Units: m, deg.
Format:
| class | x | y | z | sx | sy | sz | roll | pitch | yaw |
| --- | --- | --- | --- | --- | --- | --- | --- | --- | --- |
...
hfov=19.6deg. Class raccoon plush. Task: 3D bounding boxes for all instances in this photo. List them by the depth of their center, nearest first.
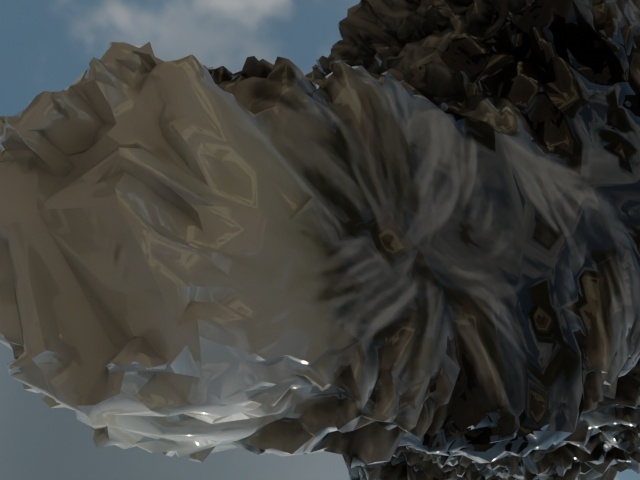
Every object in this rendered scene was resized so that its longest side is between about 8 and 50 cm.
| class | x | y | z | sx | sy | sz | roll | pitch | yaw |
| --- | --- | --- | --- | --- | --- | --- | --- | --- | --- |
| raccoon plush | 0.000 | 0.000 | 0.594 | 0.299 | 0.446 | 0.216 | -26 | -113 | 40 |
